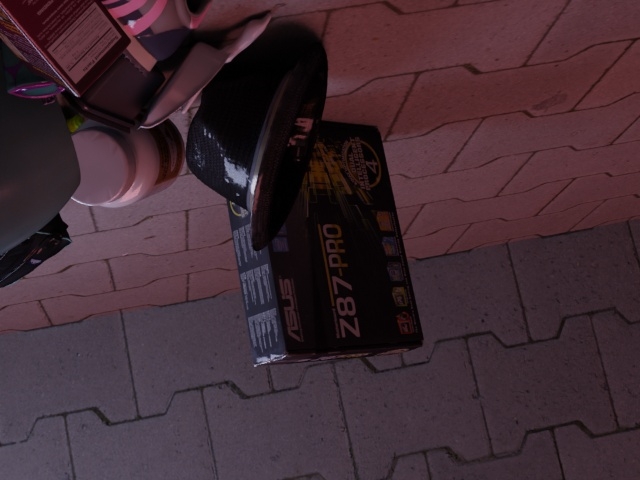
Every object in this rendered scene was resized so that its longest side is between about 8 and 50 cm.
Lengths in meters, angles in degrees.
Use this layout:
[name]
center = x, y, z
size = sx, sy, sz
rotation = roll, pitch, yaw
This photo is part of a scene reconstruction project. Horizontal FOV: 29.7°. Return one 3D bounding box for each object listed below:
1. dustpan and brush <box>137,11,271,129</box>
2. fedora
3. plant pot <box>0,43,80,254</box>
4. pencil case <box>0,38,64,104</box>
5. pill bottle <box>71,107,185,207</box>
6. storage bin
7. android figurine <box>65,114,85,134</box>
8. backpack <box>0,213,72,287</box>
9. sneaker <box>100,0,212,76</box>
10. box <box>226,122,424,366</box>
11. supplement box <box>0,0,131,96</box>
[dustpan and brush]
center = -0.146, -0.228, 1.573
size = 0.211, 0.060, 0.147
rotation = -50, -167, 19
[fedora]
center = -0.099, -0.146, 1.697
size = 0.152, 0.334, 0.334
rotation = 18, 169, 6
[plant pot]
center = -0.423, -0.108, 1.417
size = 0.235, 0.293, 0.293
rotation = -23, 171, -17
[pencil case]
center = -0.305, -0.224, 1.276
size = 0.070, 0.152, 0.064
rotation = -9, 169, -12
[pill bottle]
center = -0.280, -0.114, 1.684
size = 0.131, 0.131, 0.229
rotation = -15, -173, 12
[storage bin]
center = -0.269, -0.210, 1.545
size = 0.091, 0.098, 0.135
rotation = -44, 159, 11
[android figurine]
center = -0.454, -0.131, 1.762
size = 0.273, 0.056, 0.248
rotation = -21, 164, 41
[backpack]
center = -0.541, -0.001, 2.022
size = 0.188, 0.144, 0.166
rotation = -42, 158, 20
[sneaker]
center = -0.204, -0.295, 1.251
size = 0.131, 0.112, 0.319
rotation = -40, 162, -4
[box]
center = 0.000, 0.000, 1.990
size = 0.318, 0.395, 0.097
rotation = 1, 164, -42
[supplement box]
center = -0.279, -0.236, 1.142
size = 0.104, 0.081, 0.188
rotation = 28, 162, 44
